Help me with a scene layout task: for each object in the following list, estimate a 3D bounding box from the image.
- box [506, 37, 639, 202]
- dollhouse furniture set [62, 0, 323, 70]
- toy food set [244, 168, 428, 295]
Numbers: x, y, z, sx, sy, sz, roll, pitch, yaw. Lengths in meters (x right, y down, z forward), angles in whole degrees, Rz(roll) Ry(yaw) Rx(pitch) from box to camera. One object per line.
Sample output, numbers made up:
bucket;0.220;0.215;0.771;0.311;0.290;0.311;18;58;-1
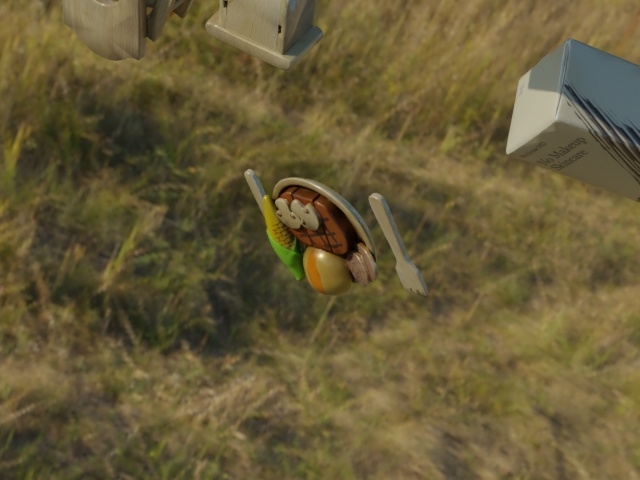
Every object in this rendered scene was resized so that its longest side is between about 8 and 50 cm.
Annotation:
box;0.334;-0.098;1.207;0.275;0.113;0.094;17;70;-12
dollhouse furniture set;-0.039;-0.177;0.743;0.161;0.101;0.182;28;50;16
toy food set;0.000;0.000;1.118;0.192;0.132;0.038;12;48;46
